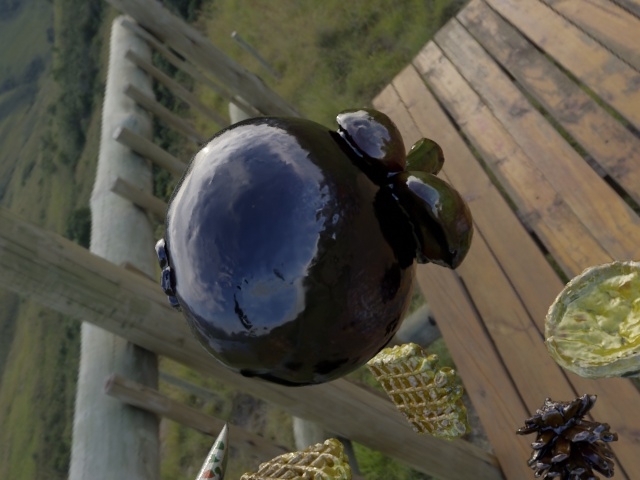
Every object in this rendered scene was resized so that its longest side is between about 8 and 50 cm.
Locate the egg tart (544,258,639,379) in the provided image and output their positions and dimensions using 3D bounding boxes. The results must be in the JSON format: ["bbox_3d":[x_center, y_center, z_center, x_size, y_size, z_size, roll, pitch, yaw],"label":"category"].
[{"bbox_3d":[0.380,0.105,0.836,0.191,0.074,0.191,-33,34,25],"label":"egg tart"}]

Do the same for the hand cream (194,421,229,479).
[{"bbox_3d":[-0.210,0.459,1.249,0.276,0.059,0.095,-70,-15,-71],"label":"hand cream"}]

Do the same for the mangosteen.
[{"bbox_3d":[0.000,0.000,0.903,0.435,0.382,0.382,-15,35,-8],"label":"mangosteen"}]

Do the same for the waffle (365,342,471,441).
[{"bbox_3d":[0.217,0.306,1.314,0.057,0.229,0.219,-37,-1,-28],"label":"waffle"}]

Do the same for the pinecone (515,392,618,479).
[{"bbox_3d":[0.466,0.383,1.229,0.150,0.179,0.195,-174,73,-69],"label":"pinecone"}]

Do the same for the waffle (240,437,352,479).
[{"bbox_3d":[-0.077,0.484,1.274,0.329,0.062,0.329,-31,2,1],"label":"waffle"}]
